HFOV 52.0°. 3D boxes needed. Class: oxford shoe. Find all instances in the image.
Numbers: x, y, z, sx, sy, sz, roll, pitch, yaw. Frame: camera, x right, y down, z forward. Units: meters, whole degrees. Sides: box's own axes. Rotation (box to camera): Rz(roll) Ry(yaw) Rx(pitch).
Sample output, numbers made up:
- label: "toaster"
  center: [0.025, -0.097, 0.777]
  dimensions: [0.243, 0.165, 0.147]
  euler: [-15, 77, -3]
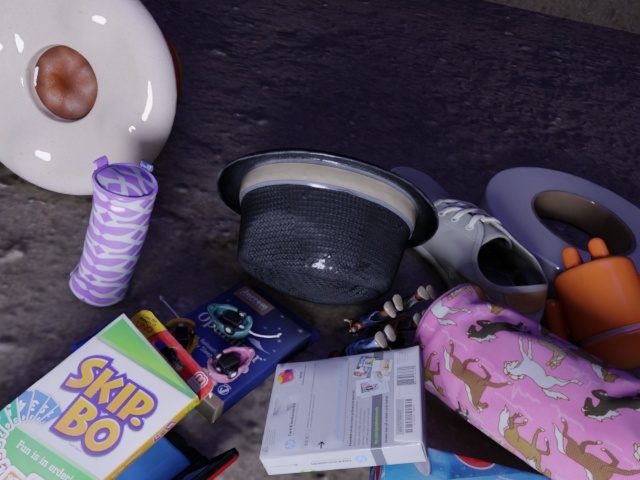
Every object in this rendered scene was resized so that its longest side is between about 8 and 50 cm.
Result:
- label: "oxford shoe"
  center: [0.246, -0.009, 1.129]
  dimensions: [0.169, 0.130, 0.449]
  euler: [-3, 40, -22]

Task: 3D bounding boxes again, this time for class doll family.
- label: "doll family"
  center: [0.081, 0.123, 0.915]
  dimensions: [0.193, 0.111, 0.075]
  euler: [-8, 76, -47]

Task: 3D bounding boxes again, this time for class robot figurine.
- label: "robot figurine"
  center: [0.444, 0.109, 1.023]
  dimensions: [0.158, 0.128, 0.219]
  euler: [-9, 70, -15]

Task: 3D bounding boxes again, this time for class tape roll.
- label: "tape roll"
  center: [0.493, -0.009, 1.270]
  dimensions: [0.393, 0.072, 0.392]
  euler: [11, 36, -8]

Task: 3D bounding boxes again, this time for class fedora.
- label: "fedora"
  center: [0.000, 0.000, 0.957]
  dimensions: [0.334, 0.334, 0.152]
  euler: [13, 67, -6]

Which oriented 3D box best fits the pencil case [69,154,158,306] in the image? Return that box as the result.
- label: "pencil case"
  center: [-0.276, -0.008, 0.860]
  dimensions: [0.088, 0.206, 0.086]
  euler: [28, 32, 6]

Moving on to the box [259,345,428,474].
- label: "box"
  center: [0.030, 0.199, 0.778]
  dimensions: [0.186, 0.038, 0.145]
  euler: [-9, 35, 13]

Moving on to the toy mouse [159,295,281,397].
- label: "toy mouse"
  center: [-0.120, 0.131, 0.823]
  dimensions: [0.143, 0.031, 0.161]
  euler: [-2, 42, -22]

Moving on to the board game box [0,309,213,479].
- label: "board game box"
  center: [-0.242, 0.187, 0.656]
  dimensions: [0.259, 0.039, 0.124]
  euler: [-40, 73, -22]

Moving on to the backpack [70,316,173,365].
- label: "backpack"
  center: [-0.242, 0.157, 0.752]
  dimensions: [0.101, 0.097, 0.120]
  euler: [32, 51, 25]

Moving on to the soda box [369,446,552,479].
- label: "soda box"
  center: [0.164, 0.296, 0.752]
  dimensions: [0.210, 0.067, 0.071]
  euler: [15, 37, -3]

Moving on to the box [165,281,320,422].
- label: "box"
  center: [-0.111, 0.132, 0.883]
  dimensions: [0.136, 0.036, 0.225]
  euler: [34, 39, 22]

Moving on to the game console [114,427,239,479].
- label: "game console"
  center: [-0.179, 0.241, 0.679]
  dimensions: [0.144, 0.124, 0.085]
  euler: [-30, 83, -44]

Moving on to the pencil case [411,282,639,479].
- label: "pencil case"
  center: [0.287, 0.191, 0.797]
  dimensions: [0.386, 0.160, 0.167]
  euler: [28, 12, 39]

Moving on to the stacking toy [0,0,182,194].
- label: "stacking toy"
  center: [-0.355, -0.299, 1.181]
  dimensions: [0.351, 0.350, 0.480]
  euler: [19, 20, 4]
